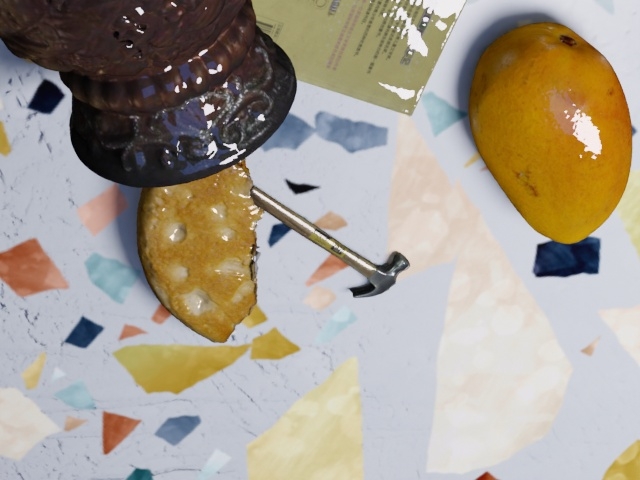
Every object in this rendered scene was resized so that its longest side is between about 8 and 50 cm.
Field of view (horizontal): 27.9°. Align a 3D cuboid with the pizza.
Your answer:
[{"bbox_3d":[-0.110,-0.009,1.190,0.127,0.058,0.246,-10,126,4],"label":"pizza"}]

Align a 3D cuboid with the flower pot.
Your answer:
[{"bbox_3d":[-0.139,-0.197,0.967,0.267,0.266,0.267,-18,134,1],"label":"flower pot"}]

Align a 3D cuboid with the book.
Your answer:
[{"bbox_3d":[0.028,-0.206,1.121,0.192,0.013,0.168,16,117,-19],"label":"book"}]

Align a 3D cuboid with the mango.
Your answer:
[{"bbox_3d":[0.212,-0.088,1.174,0.141,0.102,0.217,-12,120,5],"label":"mango"}]

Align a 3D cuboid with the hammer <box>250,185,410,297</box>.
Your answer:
[{"bbox_3d":[0.000,0.000,1.242,0.182,0.017,0.062,32,111,-24],"label":"hammer"}]
